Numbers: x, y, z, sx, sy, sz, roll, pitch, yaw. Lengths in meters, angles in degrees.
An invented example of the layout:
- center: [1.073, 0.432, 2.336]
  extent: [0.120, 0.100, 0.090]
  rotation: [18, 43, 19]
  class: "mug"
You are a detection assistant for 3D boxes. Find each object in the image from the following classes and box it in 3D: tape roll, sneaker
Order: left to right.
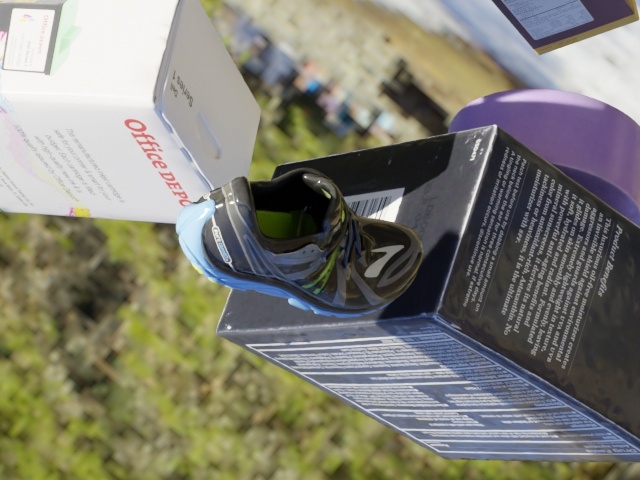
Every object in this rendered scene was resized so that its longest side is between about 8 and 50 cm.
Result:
- center: [0.000, 0.000, 1.187]
  extent: [0.188, 0.078, 0.067]
  rotation: [12, -130, -43]
  class: "sneaker"
- center: [0.205, -0.055, 1.759]
  extent: [0.189, 0.080, 0.189]
  rotation: [8, 151, 4]
  class: "tape roll"

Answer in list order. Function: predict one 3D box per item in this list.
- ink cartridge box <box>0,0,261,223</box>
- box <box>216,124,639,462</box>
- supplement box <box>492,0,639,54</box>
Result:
- center: [-0.210, -0.111, 1.543]
  extent: [0.278, 0.117, 0.201]
  rotation: [4, 154, 19]
  class: "ink cartridge box"
- center: [0.127, 0.057, 1.652]
  extent: [0.294, 0.182, 0.296]
  rotation: [33, 157, -32]
  class: "box"
- center: [0.257, -0.350, 2.187]
  extent: [0.194, 0.129, 0.191]
  rotation: [36, -140, -58]
  class: "supplement box"
